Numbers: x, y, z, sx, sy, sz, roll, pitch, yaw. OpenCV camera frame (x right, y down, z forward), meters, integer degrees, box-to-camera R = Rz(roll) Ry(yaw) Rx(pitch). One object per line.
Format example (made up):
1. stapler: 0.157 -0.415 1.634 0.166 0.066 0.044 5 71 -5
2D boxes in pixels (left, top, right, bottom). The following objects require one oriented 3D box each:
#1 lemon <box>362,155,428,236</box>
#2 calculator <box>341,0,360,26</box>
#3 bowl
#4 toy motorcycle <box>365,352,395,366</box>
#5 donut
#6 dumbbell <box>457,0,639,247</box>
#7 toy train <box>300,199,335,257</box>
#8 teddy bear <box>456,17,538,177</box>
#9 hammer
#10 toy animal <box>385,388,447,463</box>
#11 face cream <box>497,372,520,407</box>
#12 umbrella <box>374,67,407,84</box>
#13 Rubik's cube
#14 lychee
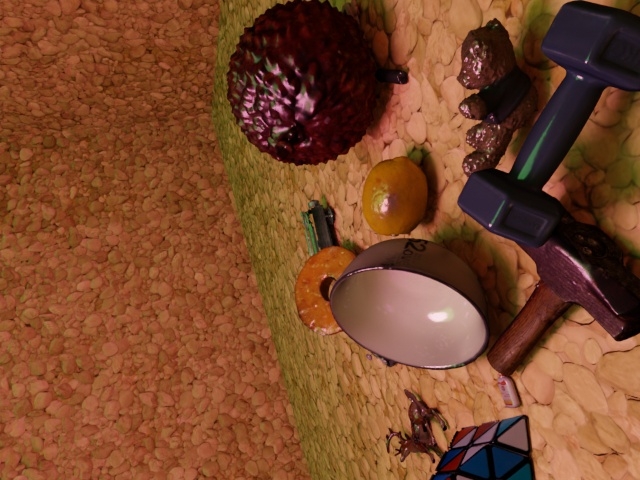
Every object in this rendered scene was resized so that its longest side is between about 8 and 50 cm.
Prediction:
1. lemon: 0.185 -0.108 1.130 0.170 0.169 0.208 -144 54 -61
2. calculator: 0.081 -0.619 1.317 0.166 0.024 0.103 127 128 -67
3. bowl: 0.215 0.120 1.048 0.354 0.353 0.185 104 -169 -49
4. toy motorcycle: 0.172 0.333 1.489 0.190 0.074 0.106 39 154 28
5. donut: 0.053 0.175 1.545 0.302 0.110 0.303 -14 65 33
6. dumbbell: 0.328 -0.152 0.640 0.143 0.156 0.317 34 118 22
7. toy train: -0.008 0.002 1.746 0.189 0.126 0.308 153 104 -69
8. teddy bear: 0.306 -0.243 0.789 0.182 0.129 0.252 -68 -33 -43
9. hammer: 0.392 0.140 0.827 0.409 0.095 0.243 98 151 -47
10. toy animal: 0.293 0.582 1.374 0.260 0.087 0.244 -160 74 -68
11. face cream: 0.403 0.318 0.986 0.040 0.021 0.084 137 119 -66
12. umbrella: 0.178 -0.417 1.160 0.133 0.031 0.036 -134 47 -57
13. Rubik's cube: 0.332 0.555 1.005 0.284 0.233 0.250 125 130 -62
14. lychee: -0.047 -0.393 1.214 0.425 0.423 0.501 121 161 -61
